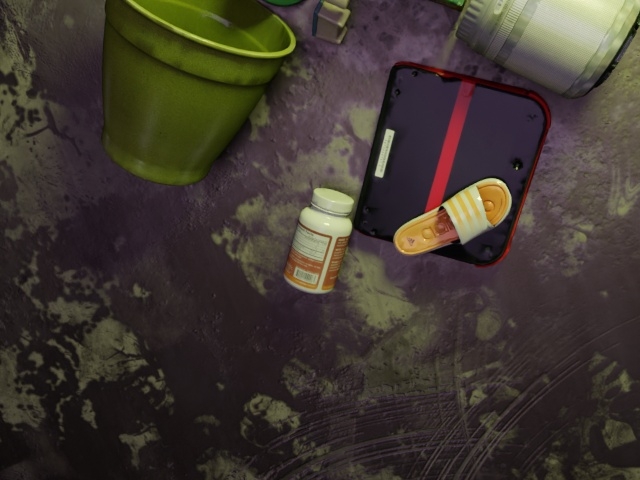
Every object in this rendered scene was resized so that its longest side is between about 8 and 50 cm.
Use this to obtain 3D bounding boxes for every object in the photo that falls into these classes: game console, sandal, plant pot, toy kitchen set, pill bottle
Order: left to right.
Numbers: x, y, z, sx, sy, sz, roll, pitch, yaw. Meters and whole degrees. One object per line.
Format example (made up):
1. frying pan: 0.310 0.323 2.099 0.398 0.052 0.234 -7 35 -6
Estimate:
1. plant pot: -0.285 -0.315 1.309 0.366 0.366 0.353 30 122 3
2. pill bottle: 0.000 0.000 1.430 0.121 0.121 0.216 19 109 7
3. toy kitchen set: 0.033 -0.538 1.299 0.122 0.166 0.207 25 73 4
4. game console: 0.273 -0.152 1.366 0.342 0.060 0.386 17 108 11
5. sandal: 0.269 -0.029 1.329 0.265 0.076 0.102 -29 96 21

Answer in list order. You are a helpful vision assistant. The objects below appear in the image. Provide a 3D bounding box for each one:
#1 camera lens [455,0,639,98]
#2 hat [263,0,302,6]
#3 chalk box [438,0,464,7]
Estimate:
1. camera lens: 0.413 -0.402 1.167 0.274 0.219 0.219 28 110 4
2. hat: -0.124 -0.595 1.336 0.208 0.183 0.173 14 109 -37
3. chalk box: 0.230 -0.591 1.175 0.180 0.179 0.289 20 109 5
